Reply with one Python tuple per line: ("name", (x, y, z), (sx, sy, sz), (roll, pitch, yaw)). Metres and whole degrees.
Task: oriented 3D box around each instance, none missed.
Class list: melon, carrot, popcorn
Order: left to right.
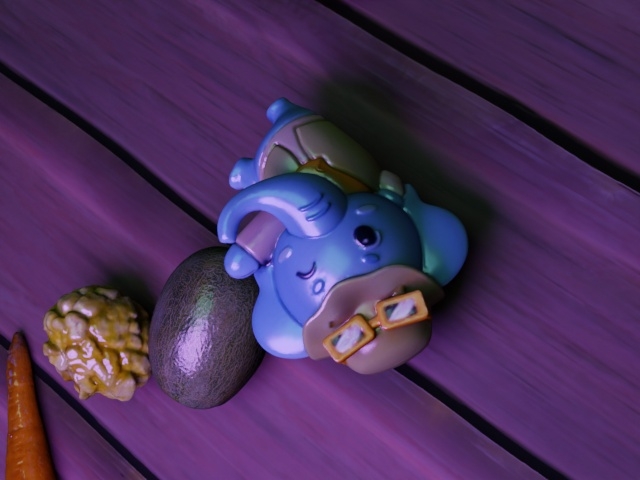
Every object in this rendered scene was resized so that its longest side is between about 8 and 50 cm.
("carrot", (-0.313, 0.220, 1.078), (0.061, 0.061, 0.257), (-23, 72, 22))
("popcorn", (-0.223, 0.102, 1.019), (0.106, 0.120, 0.116), (3, 76, 59))
("melon", (-0.100, 0.077, 0.960), (0.114, 0.114, 0.167), (22, 93, 26))

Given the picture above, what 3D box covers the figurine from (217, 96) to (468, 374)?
("figurine", (0.002, 0.000, 0.900), (0.180, 0.154, 0.262), (-32, 66, -26))
